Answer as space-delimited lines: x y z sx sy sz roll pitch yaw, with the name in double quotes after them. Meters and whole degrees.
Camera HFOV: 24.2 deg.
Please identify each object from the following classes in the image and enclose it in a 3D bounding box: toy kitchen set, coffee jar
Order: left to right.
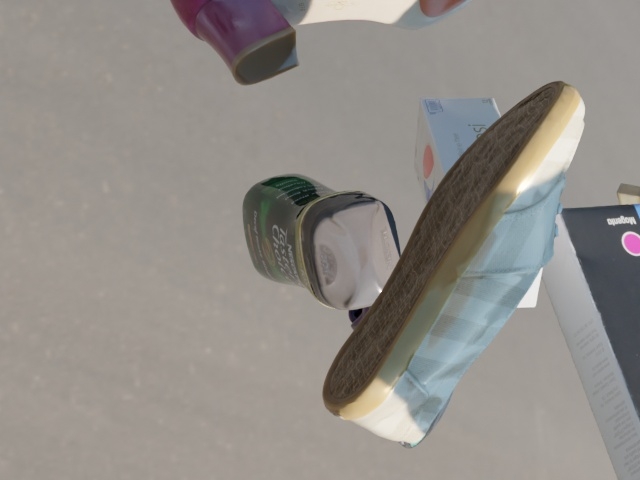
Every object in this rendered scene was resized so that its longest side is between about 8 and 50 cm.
0.000 0.000 1.248 0.184 0.079 0.096 -161 -122 -66 "coffee jar"
0.424 -0.061 1.869 0.083 0.068 0.075 -59 144 -27 "toy kitchen set"

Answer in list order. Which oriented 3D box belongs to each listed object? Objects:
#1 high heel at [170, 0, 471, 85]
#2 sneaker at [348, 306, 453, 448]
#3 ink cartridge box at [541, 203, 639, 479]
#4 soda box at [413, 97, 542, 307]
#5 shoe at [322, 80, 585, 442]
0.024 -0.305 1.613 0.181 0.377 0.127 55 -25 30 "high heel"
0.075 0.106 1.470 0.083 0.098 0.223 -36 142 -32 "sneaker"
0.320 0.139 1.280 0.176 0.069 0.370 -4 65 -27 "ink cartridge box"
0.129 -0.036 1.245 0.216 0.069 0.073 -99 -169 -54 "soda box"
0.083 0.013 0.812 0.058 0.219 0.076 34 -1 -19 "shoe"
